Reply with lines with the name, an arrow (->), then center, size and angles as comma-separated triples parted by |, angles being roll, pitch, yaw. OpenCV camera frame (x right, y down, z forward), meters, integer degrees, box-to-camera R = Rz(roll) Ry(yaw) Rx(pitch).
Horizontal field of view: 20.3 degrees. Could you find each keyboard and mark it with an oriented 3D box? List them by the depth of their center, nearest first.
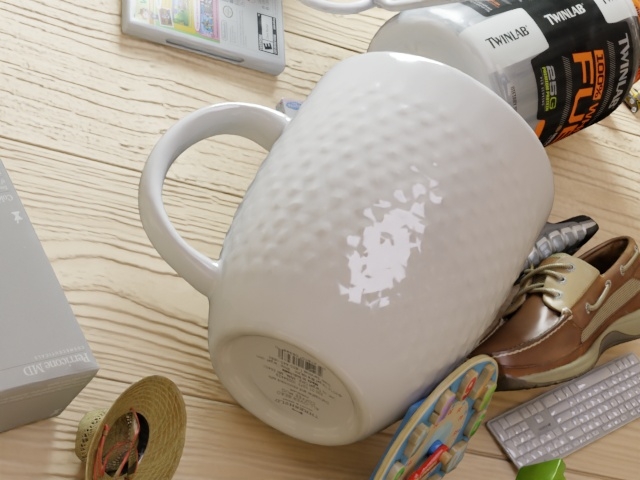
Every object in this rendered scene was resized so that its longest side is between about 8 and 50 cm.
keyboard -> 0.286, 0.188, 1.964 | 0.256, 0.014, 0.072 | -20, 72, -40

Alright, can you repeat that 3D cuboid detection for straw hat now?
straw hat -> -0.189, 0.181, 1.625 | 0.061, 0.144, 0.144 | 13, 37, 31

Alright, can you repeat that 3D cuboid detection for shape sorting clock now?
shape sorting clock -> 0.108, 0.199, 1.716 | 0.040, 0.206, 0.206 | 38, 44, 19

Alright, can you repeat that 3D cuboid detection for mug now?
mug -> 0.000, 0.000, 1.746 | 0.374, 0.276, 0.328 | 30, 56, 3

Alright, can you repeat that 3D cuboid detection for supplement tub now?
supplement tub -> 0.227, -0.205, 2.064 | 0.338, 0.207, 0.207 | -26, 76, -41

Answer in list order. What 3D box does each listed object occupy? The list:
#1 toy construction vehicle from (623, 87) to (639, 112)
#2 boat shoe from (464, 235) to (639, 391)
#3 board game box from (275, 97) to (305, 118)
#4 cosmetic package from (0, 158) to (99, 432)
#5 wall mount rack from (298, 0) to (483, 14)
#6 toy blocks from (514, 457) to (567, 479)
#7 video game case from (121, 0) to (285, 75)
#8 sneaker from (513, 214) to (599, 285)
toy construction vehicle -> 0.368, -0.201, 2.269 | 0.086, 0.035, 0.098 | -31, 79, -42
boat shoe -> 0.255, 0.075, 1.931 | 0.324, 0.122, 0.120 | -22, 102, -49
board game box -> 0.001, -0.112, 1.981 | 0.090, 0.020, 0.090 | 5, 58, -30
cosmetic package -> -0.312, 0.051, 1.612 | 0.127, 0.107, 0.238 | -14, 65, -42
wall mount rack -> 0.136, -0.328, 1.967 | 0.350, 0.130, 0.304 | -26, 56, -40
toy blocks -> 0.194, 0.427, 1.626 | 0.261, 0.191, 0.381 | 56, 38, -20
video game case -> -0.133, -0.297, 2.021 | 0.193, 0.023, 0.212 | 14, 54, -25
sneaker -> 0.207, -0.019, 2.009 | 0.228, 0.086, 0.132 | -23, 71, -40
